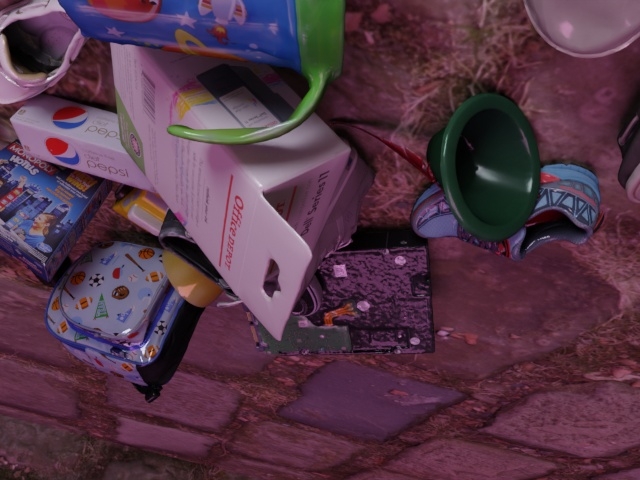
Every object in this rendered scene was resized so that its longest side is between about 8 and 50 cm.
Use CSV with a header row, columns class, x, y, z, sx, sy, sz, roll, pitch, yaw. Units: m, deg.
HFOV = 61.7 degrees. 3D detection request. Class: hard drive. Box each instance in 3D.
class,x,y,z,sx,sy,sz,roll,pitch,yaw
hard drive,0.028,0.100,0.960,0.339,0.064,0.237,-4,121,12

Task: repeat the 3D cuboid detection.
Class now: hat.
class,x,y,z,sx,sy,sz,roll,pitch,yaw
hat,0.161,-0.103,0.723,0.183,0.173,0.208,4,121,58

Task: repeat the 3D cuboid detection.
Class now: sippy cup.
class,x,y,z,sx,sy,sz,roll,pitch,yaw
sippy cup,-0.093,-0.251,0.433,0.224,0.305,0.240,0,155,0

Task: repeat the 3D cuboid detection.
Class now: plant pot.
class,x,y,z,sx,sy,sz,roll,pitch,yaw
plant pot,-0.205,0.040,0.975,0.095,0.134,0.134,-32,129,15

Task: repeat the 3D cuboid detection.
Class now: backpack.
class,x,y,z,sx,sy,sz,roll,pitch,yaw
backpack,-0.380,0.129,1.027,0.263,0.276,0.213,7,139,17

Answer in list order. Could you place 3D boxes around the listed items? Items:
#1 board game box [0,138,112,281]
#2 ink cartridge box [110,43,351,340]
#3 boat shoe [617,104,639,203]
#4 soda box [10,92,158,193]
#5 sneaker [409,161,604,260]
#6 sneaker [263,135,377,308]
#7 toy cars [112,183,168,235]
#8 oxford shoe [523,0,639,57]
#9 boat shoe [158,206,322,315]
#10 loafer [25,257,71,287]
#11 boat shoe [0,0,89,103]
class,x,y,z,sx,sy,sz,roll,pitch,yaw
board game box,-0.443,-0.066,0.860,0.194,0.194,0.060,35,145,2
ink cartridge box,-0.096,-0.084,0.612,0.353,0.119,0.207,49,148,19
boat shoe,0.379,-0.160,0.527,0.112,0.095,0.335,-5,151,1
soda box,-0.324,-0.143,0.779,0.216,0.069,0.074,16,144,5
sneaker,0.248,-0.031,0.747,0.262,0.125,0.104,-10,138,25
sneaker,0.000,0.000,0.760,0.115,0.281,0.105,27,-178,-37
toy cars,-0.171,-0.047,0.869,0.394,0.087,0.176,5,143,8
oxford shoe,0.205,-0.319,0.344,0.169,0.130,0.449,23,146,24
boat shoe,-0.114,0.051,0.829,0.113,0.105,0.306,-23,129,29
loafer,-0.568,0.035,1.086,0.078,0.080,0.220,15,143,-5
boat shoe,-0.365,-0.235,0.664,0.277,0.096,0.098,-22,133,36
